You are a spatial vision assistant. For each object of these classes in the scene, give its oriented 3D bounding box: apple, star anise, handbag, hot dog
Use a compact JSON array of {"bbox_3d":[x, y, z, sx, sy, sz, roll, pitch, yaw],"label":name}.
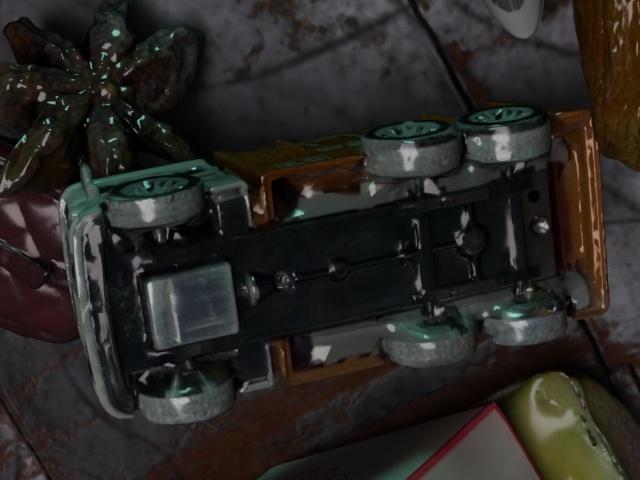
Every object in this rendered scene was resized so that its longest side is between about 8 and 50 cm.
[{"bbox_3d":[0.194,0.221,1.402,0.193,0.120,0.265,-21,101,36],"label":"apple"},{"bbox_3d":[-0.190,-0.110,1.347,0.197,0.212,0.073,4,148,-7],"label":"star anise"},{"bbox_3d":[-0.255,-0.019,1.417,0.225,0.135,0.146,26,114,2],"label":"handbag"},{"bbox_3d":[0.248,-0.177,1.196,0.122,0.196,0.272,5,106,53],"label":"hot dog"}]

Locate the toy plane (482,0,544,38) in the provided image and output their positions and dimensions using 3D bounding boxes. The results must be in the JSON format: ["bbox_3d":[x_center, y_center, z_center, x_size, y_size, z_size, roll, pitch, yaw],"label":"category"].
[{"bbox_3d":[0.120,-0.274,1.278,0.251,0.101,0.255,-15,106,16],"label":"toy plane"}]

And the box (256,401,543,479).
[{"bbox_3d":[0.031,0.346,1.318,0.314,0.312,0.300,-24,100,48],"label":"box"}]

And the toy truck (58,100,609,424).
[{"bbox_3d":[0.000,0.000,1.263,0.387,0.207,0.173,-11,106,-17],"label":"toy truck"}]
